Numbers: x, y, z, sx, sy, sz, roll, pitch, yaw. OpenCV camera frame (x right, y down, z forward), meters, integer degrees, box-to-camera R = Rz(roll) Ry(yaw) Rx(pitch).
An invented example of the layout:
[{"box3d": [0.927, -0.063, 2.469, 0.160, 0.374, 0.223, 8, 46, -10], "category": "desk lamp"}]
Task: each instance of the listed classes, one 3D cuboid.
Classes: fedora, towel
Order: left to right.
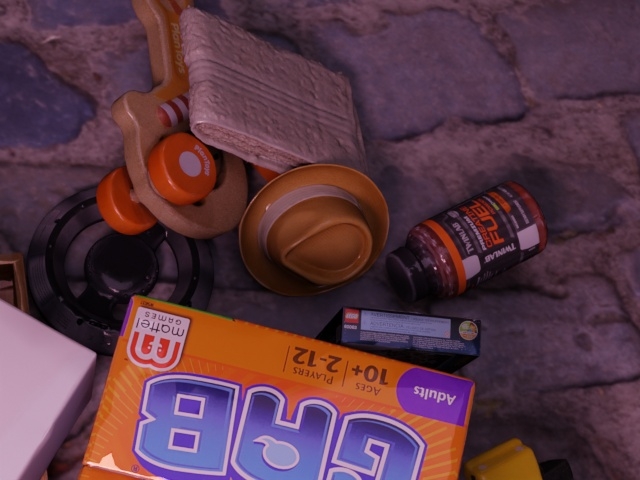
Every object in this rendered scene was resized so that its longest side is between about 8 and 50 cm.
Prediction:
[{"box3d": [-0.058, -0.169, 1.759, 0.282, 0.049, 0.187, 21, 46, -39], "category": "towel"}, {"box3d": [0.000, 0.000, 1.729, 0.194, 0.079, 0.194, -7, 115, -15], "category": "fedora"}]

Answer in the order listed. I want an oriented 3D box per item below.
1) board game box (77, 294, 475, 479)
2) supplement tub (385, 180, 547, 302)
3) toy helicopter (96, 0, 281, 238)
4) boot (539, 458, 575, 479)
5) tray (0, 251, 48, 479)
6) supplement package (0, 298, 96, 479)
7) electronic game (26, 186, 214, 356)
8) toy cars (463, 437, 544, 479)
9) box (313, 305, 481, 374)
[{"box3d": [-0.075, 0.313, 1.495, 0.356, 0.356, 0.356, 14, 69, -2], "category": "board game box"}, {"box3d": [0.182, 0.008, 1.795, 0.198, 0.106, 0.106, -26, 78, -18], "category": "supplement tub"}, {"box3d": [-0.160, -0.172, 1.762, 0.235, 0.140, 0.355, 5, 67, -42], "category": "toy helicopter"}, {"box3d": [0.237, 0.380, 1.675, 0.246, 0.083, 0.161, -27, 90, -21], "category": "boot"}, {"box3d": [-0.421, 0.227, 1.623, 0.202, 0.076, 0.411, -6, 71, -12], "category": "tray"}, {"box3d": [-0.402, 0.161, 1.503, 0.262, 0.198, 0.199, 30, 68, 1], "category": "supplement package"}, {"box3d": [-0.244, 0.035, 1.735, 0.229, 0.048, 0.229, 6, 63, -13], "category": "electronic game"}, {"box3d": [0.183, 0.419, 1.566, 0.176, 0.087, 0.394, 27, 84, -33], "category": "toy cars"}, {"box3d": [0.081, 0.128, 1.665, 0.159, 0.233, 0.044, 6, 74, -9], "category": "box"}]
